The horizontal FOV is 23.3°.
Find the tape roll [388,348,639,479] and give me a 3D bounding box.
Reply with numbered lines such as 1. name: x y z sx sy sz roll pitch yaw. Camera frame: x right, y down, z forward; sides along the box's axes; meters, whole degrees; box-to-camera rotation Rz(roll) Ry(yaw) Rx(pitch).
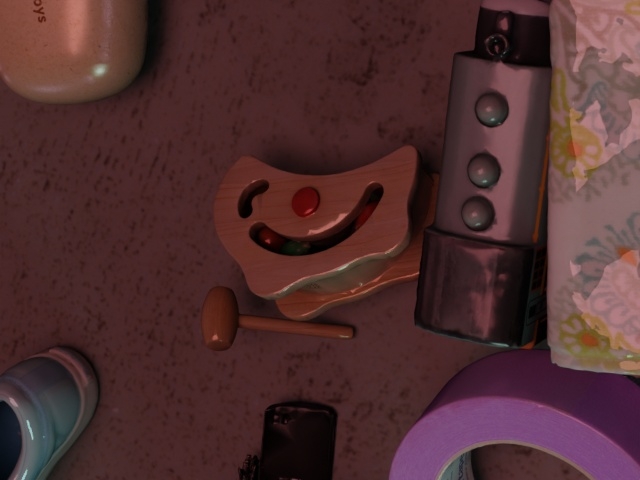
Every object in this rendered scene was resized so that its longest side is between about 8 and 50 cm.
1. tape roll: 0.202 0.237 1.389 0.275 0.090 0.274 15 123 24

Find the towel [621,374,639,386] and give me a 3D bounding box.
1. towel: 0.295 0.129 1.412 0.060 0.009 0.083 -39 80 27

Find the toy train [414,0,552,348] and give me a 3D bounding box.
1. toy train: 0.170 -0.060 1.340 0.142 0.190 0.334 13 104 23

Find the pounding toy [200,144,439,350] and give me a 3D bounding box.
1. pounding toy: 0.000 0.000 1.503 0.269 0.155 0.154 -20 61 18

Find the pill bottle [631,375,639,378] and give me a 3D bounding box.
1. pill bottle: 0.347 0.093 1.326 0.180 0.108 0.108 12 104 24

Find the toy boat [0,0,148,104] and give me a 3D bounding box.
1. toy boat: -0.319 -0.272 1.586 0.318 0.148 0.267 0 104 19

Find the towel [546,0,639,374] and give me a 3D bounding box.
1. towel: 0.331 -0.061 1.178 0.320 0.090 0.374 5 108 20

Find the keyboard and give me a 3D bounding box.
1. keyboard: -0.039 0.253 1.592 0.100 0.038 0.192 7 102 2

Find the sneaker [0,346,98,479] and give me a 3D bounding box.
1. sneaker: -0.384 0.270 1.689 0.135 0.150 0.366 36 112 17
